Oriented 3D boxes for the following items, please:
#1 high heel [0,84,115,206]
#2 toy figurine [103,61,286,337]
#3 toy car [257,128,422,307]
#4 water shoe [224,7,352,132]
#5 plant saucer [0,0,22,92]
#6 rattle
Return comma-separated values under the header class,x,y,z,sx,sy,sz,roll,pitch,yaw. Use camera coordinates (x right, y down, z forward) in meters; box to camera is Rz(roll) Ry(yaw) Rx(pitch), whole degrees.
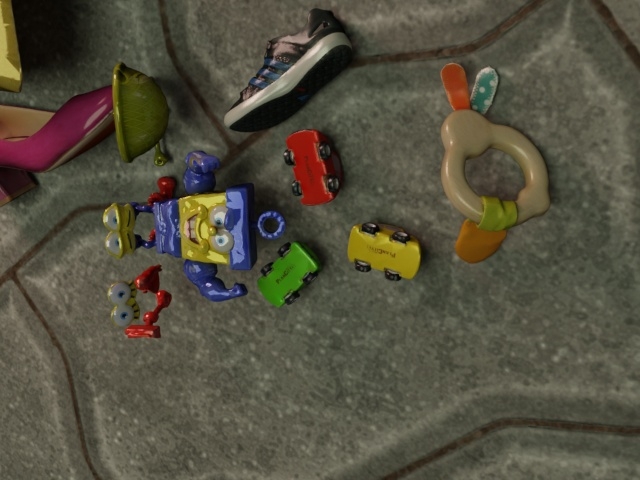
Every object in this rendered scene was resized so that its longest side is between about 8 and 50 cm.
class,x,y,z,sx,sy,sz,roll,pitch,yaw
high heel,-0.427,-0.181,1.317,0.377,0.127,0.181,-25,102,34
toy figurine,-0.146,-0.051,1.203,0.217,0.191,0.362,1,98,13
toy car,0.000,0.000,1.195,0.239,0.053,0.225,49,120,8
water shoe,-0.047,-0.213,1.162,0.203,0.073,0.080,-32,66,26
plant saucer,-0.505,-0.368,1.245,0.333,0.081,0.332,18,116,58
rattle,0.183,-0.093,1.088,0.130,0.143,0.199,-27,73,-1
